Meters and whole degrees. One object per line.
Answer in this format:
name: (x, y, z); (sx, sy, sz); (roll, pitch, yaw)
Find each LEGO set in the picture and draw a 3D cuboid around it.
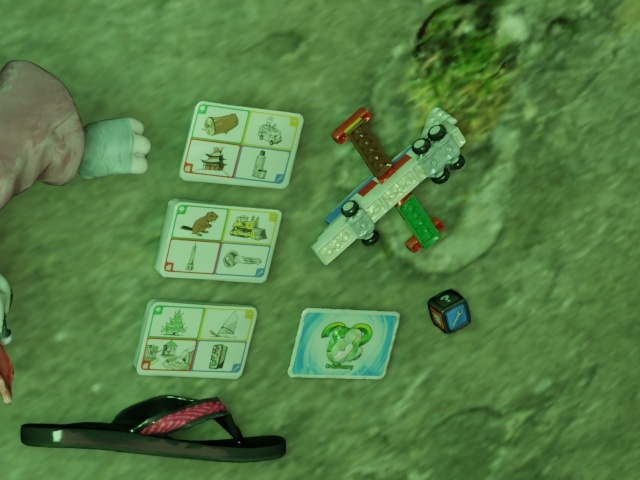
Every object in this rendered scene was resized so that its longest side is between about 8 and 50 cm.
LEGO set: (0.000, 0.000, 1.259); (0.244, 0.060, 0.182); (4, 109, -30)

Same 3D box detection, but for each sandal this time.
sandal: (-0.097, 0.114, 1.196); (0.179, 0.067, 0.040); (8, 83, -30)

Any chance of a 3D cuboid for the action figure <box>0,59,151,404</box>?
action figure: (-0.225, -0.090, 0.950); (0.248, 0.276, 0.370); (-24, 83, -9)
